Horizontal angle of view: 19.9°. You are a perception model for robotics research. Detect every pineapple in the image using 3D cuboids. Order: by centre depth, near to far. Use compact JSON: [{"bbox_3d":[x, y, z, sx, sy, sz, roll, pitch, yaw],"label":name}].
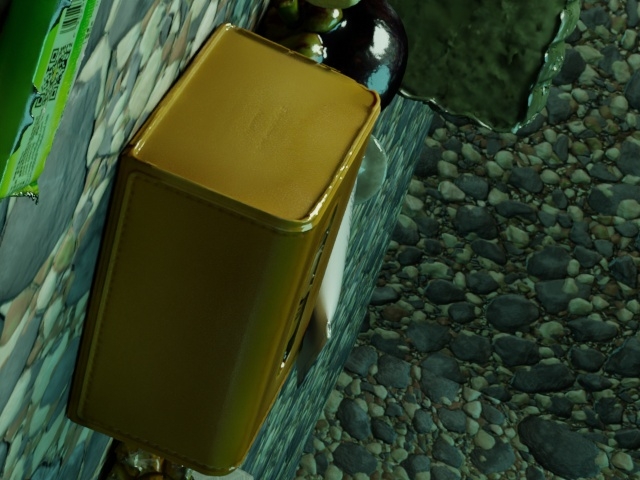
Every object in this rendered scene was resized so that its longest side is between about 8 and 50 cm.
[{"bbox_3d":[-0.136,0.158,1.689,0.135,0.079,0.233,120,-10,-62],"label":"pineapple"}]

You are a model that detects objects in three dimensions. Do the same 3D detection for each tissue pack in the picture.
[{"bbox_3d":[-0.071,0.011,1.372,0.194,0.145,0.274,-64,174,-48],"label":"tissue pack"}]

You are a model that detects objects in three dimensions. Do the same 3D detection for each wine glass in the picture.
[{"bbox_3d":[0.044,-0.133,1.982,0.264,0.096,0.309,-59,175,14],"label":"wine glass"}]

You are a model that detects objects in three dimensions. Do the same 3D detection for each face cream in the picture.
[{"bbox_3d":[0.000,0.000,1.559,0.092,0.058,0.243,115,-19,-55],"label":"face cream"}]

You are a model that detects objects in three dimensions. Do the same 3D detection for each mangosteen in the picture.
[{"bbox_3d":[0.003,-0.165,1.540,0.151,0.137,0.137,39,70,-47],"label":"mangosteen"}]

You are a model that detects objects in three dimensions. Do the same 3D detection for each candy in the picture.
[{"bbox_3d":[-0.136,-0.096,0.896,0.102,0.032,0.178,-61,171,-74],"label":"candy"}]

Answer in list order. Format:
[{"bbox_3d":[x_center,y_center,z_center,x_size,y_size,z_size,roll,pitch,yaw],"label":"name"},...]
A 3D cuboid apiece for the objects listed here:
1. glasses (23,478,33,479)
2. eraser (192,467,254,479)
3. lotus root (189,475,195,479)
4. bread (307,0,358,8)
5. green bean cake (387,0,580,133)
[{"bbox_3d":[-0.259,0.317,1.343,0.234,0.118,0.268,-59,150,-48],"label":"glasses"},{"bbox_3d":[-0.189,0.399,2.001,0.404,0.096,0.098,-62,173,-49],"label":"eraser"},{"bbox_3d":[-0.166,0.301,1.902,0.081,0.089,0.179,-13,145,-29],"label":"lotus root"},{"bbox_3d":[0.020,-0.242,1.422,0.156,0.103,0.110,-55,163,-37],"label":"bread"},{"bbox_3d":[0.138,-0.255,1.778,0.132,0.241,0.255,-29,139,-68],"label":"green bean cake"}]
